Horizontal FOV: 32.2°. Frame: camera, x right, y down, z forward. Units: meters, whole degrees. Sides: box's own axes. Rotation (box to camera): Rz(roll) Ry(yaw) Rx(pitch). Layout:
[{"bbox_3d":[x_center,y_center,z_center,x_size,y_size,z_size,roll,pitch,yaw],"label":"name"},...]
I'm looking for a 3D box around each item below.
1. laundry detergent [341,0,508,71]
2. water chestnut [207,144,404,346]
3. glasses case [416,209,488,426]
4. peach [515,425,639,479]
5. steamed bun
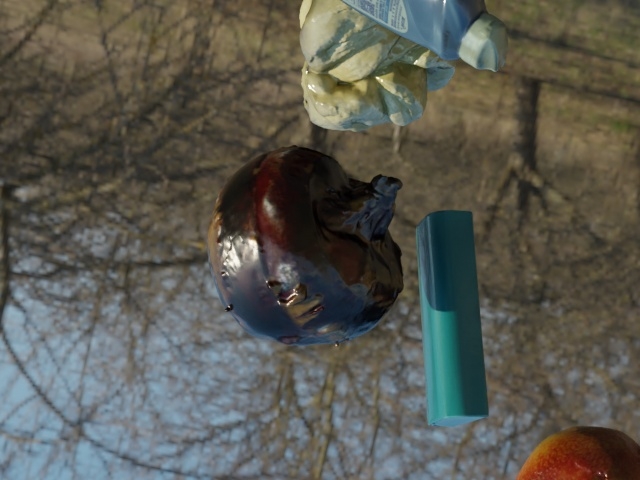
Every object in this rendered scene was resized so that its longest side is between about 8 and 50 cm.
[{"bbox_3d":[0.142,-0.337,1.534,0.290,0.143,0.094,36,-126,17],"label":"laundry detergent"},{"bbox_3d":[0.000,0.000,1.476,0.300,0.300,0.300,13,-177,-1],"label":"water chestnut"},{"bbox_3d":[0.182,0.115,1.615,0.070,0.301,0.117,1,163,-17],"label":"glasses case"},{"bbox_3d":[0.401,0.388,1.664,0.231,0.231,0.231,13,-177,-1],"label":"peach"},{"bbox_3d":[0.106,-0.337,1.931,0.230,0.372,0.325,30,-128,22],"label":"steamed bun"}]
